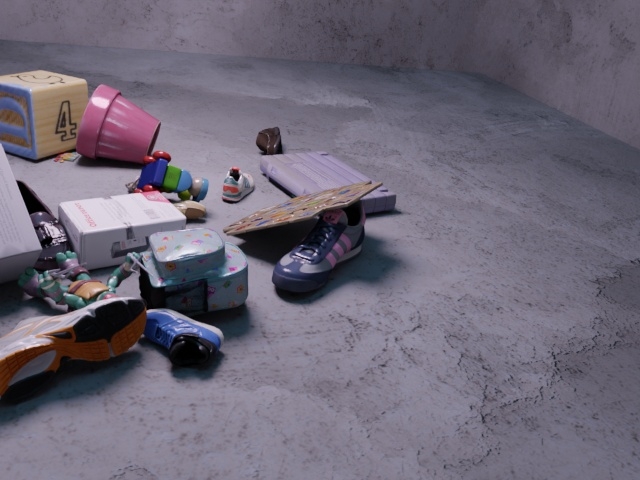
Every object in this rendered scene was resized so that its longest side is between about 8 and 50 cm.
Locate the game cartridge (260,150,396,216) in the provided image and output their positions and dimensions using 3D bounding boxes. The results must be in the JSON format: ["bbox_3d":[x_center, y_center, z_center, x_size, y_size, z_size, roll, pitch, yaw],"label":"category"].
[{"bbox_3d":[0.009,-0.156,1.818,0.230,0.068,0.355,-13,33,-30],"label":"game cartridge"}]

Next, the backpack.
[{"bbox_3d":[-0.224,0.057,1.211,0.188,0.144,0.166,-1,21,-24],"label":"backpack"}]

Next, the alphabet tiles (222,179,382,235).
[{"bbox_3d":[-0.043,-0.074,1.503,0.343,0.011,0.285,-10,14,33],"label":"alphabet tiles"}]

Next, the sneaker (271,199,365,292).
[{"bbox_3d":[0.000,0.000,1.401,0.112,0.131,0.319,19,28,19],"label":"sneaker"}]

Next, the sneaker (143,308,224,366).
[{"bbox_3d":[-0.241,0.160,1.085,0.152,0.058,0.084,17,18,5],"label":"sneaker"}]

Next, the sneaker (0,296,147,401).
[{"bbox_3d":[-0.400,0.141,1.029,0.262,0.099,0.121,-22,31,-39],"label":"sneaker"}]

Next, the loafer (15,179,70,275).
[{"bbox_3d":[-0.584,-0.030,1.339,0.109,0.095,0.302,-12,32,-35],"label":"loafer"}]

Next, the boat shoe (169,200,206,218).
[{"bbox_3d":[-0.333,-0.063,1.544,0.135,0.050,0.045,1,41,-10],"label":"boat shoe"}]

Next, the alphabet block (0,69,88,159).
[{"bbox_3d":[-0.776,-0.350,1.834,0.192,0.193,0.197,17,27,21],"label":"alphabet block"}]

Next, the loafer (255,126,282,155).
[{"bbox_3d":[-0.158,-0.290,2.040,0.078,0.080,0.220,-5,22,-4],"label":"loafer"}]

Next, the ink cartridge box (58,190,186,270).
[{"bbox_3d":[-0.412,-0.025,1.383,0.218,0.092,0.158,-9,30,-34],"label":"ink cartridge box"}]

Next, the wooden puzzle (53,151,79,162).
[{"bbox_3d":[-0.694,-0.230,1.827,0.049,0.006,0.083,7,25,-2],"label":"wooden puzzle"}]

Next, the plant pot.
[{"bbox_3d":[-0.545,-0.299,1.825,0.180,0.201,0.201,21,24,-10],"label":"plant pot"}]

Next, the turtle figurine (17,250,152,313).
[{"bbox_3d":[-0.404,0.078,1.144,0.234,0.118,0.175,10,12,37],"label":"turtle figurine"}]

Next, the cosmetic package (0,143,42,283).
[{"bbox_3d":[-0.644,-0.030,1.157,0.225,0.138,0.224,-16,75,-39],"label":"cosmetic package"}]

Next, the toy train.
[{"bbox_3d":[-0.378,-0.135,1.632,0.143,0.105,0.248,19,-12,-28],"label":"toy train"}]

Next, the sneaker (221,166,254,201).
[{"bbox_3d":[-0.211,-0.160,1.738,0.057,0.075,0.161,13,26,10],"label":"sneaker"}]
